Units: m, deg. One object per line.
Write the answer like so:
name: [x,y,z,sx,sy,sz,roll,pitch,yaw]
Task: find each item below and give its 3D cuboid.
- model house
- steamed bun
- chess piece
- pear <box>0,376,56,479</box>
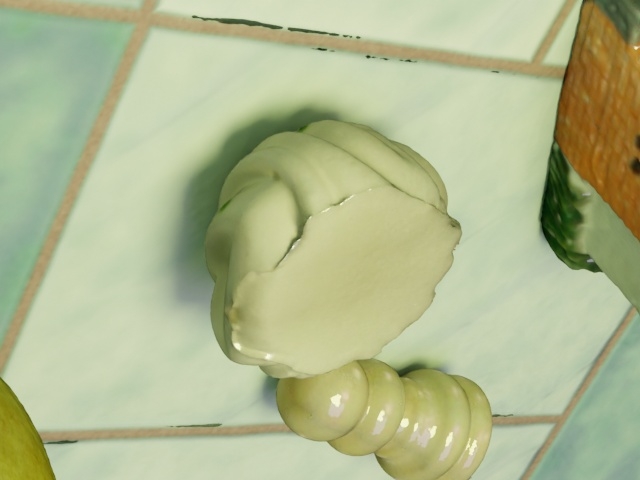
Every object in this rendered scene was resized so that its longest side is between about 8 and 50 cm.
model house: [0.298,-0.023,1.203,0.190,0.301,0.271,-10,135,-18]
steamed bun: [0.000,0.000,1.152,0.182,0.106,0.183,-23,139,-21]
chess piece: [0.039,0.130,1.325,0.170,0.094,0.094,19,117,-41]
pear: [-0.280,0.191,0.994,0.304,0.304,0.304,-20,138,-19]
